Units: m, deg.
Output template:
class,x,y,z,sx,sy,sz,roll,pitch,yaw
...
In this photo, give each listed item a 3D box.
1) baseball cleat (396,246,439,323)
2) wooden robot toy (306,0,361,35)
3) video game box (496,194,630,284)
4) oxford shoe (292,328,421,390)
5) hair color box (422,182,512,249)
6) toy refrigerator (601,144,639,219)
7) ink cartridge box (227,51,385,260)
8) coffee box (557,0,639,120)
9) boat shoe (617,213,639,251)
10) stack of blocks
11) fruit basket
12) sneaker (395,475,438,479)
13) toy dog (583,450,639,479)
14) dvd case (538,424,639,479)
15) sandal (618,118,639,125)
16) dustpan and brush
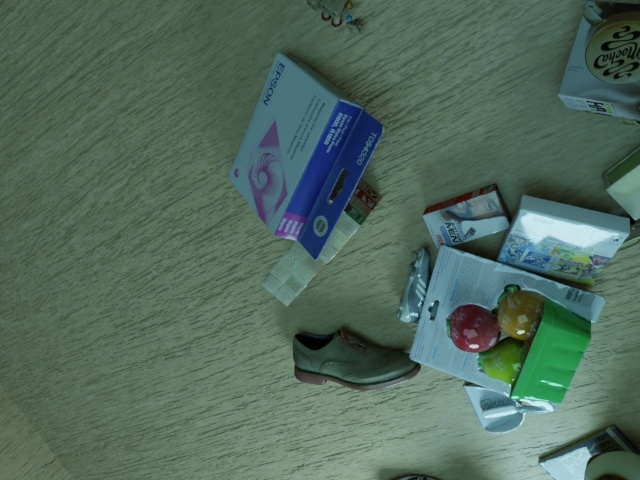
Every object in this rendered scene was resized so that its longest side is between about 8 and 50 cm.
class,x,y,z,sx,sy,sz,roll,pitch,yaw
baseball cleat,0.248,0.110,1.393,0.109,0.072,0.206,13,123,0
wooden robot toy,0.030,-0.494,1.201,0.173,0.076,0.079,35,86,3
video game box,0.484,0.003,1.197,0.205,0.048,0.187,14,143,9
oxford shoe,0.080,0.297,1.509,0.348,0.123,0.130,-4,107,22
hair color box,0.319,-0.050,1.289,0.167,0.053,0.093,-21,104,27
toy refrigerator,0.655,-0.167,1.073,0.094,0.102,0.269,45,122,-3
ink cartridge box,-0.051,-0.181,1.247,0.330,0.071,0.324,48,121,39
coffee box,0.573,-0.282,0.968,0.297,0.119,0.168,20,98,32
boat shoe,0.640,-0.042,1.160,0.178,0.064,0.060,-33,101,33
stack of blocks,0.000,0.000,1.368,0.087,0.171,0.297,41,122,-1
fruit basket,0.404,0.198,1.330,0.353,0.165,0.327,21,120,22
sneaker,0.325,0.767,1.578,0.366,0.210,0.137,4,115,20
toy dog,0.781,0.566,1.258,0.408,0.284,0.395,-5,97,18
dvd case,0.681,0.560,1.453,0.164,0.018,0.221,45,121,-4
sandal,0.576,-0.253,1.088,0.240,0.079,0.088,19,91,33
dustpan and brush,0.468,0.409,1.441,0.211,0.060,0.147,-19,105,28
